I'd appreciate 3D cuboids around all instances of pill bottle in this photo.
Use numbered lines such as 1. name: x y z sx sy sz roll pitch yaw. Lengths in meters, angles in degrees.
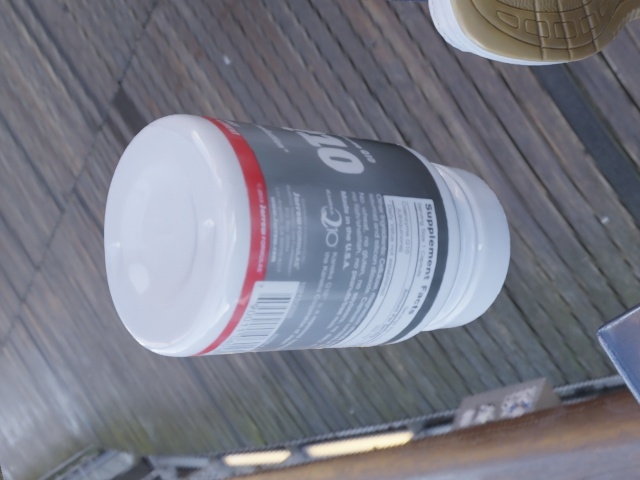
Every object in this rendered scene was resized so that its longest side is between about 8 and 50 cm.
1. pill bottle: 0.000 0.000 0.719 0.161 0.283 0.161 -3 86 49

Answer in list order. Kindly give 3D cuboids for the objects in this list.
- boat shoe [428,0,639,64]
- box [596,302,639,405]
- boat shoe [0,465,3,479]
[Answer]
1. boat shoe: 0.159 -0.175 0.676 0.096 0.277 0.098 -1 106 49
2. box: 0.368 0.133 0.659 0.293 0.212 0.395 60 -166 15
3. boat shoe: -0.225 0.062 0.497 0.207 0.073 0.073 55 178 23
